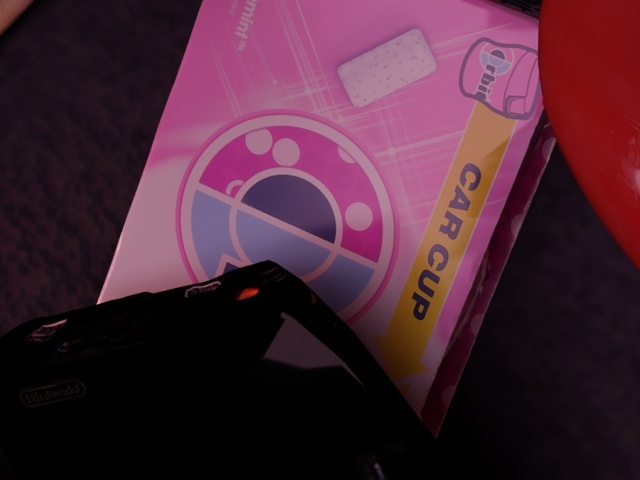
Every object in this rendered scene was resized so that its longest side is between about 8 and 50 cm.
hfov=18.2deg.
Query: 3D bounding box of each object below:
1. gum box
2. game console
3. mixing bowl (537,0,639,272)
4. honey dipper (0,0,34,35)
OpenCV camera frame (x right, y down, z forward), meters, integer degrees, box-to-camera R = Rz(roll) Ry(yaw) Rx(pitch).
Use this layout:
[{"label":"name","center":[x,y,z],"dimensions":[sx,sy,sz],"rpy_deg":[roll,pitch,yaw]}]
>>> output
[{"label":"gum box","center":[0.000,0.000,0.620],"dimensions":[0.107,0.062,0.188],"rpy_deg":[24,106,12]},{"label":"game console","center":[-0.096,0.136,0.646],"dimensions":[0.361,0.044,0.213],"rpy_deg":[-15,110,31]},{"label":"mixing bowl","center":[0.124,-0.057,0.532],"dimensions":[0.098,0.181,0.181],"rpy_deg":[30,110,43]},{"label":"honey dipper","center":[-0.101,-0.077,0.656],"dimensions":[0.161,0.030,0.030],"rpy_deg":[-44,86,21]}]
